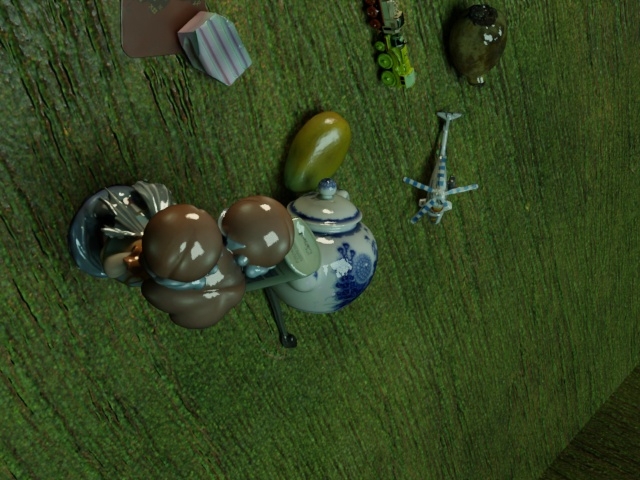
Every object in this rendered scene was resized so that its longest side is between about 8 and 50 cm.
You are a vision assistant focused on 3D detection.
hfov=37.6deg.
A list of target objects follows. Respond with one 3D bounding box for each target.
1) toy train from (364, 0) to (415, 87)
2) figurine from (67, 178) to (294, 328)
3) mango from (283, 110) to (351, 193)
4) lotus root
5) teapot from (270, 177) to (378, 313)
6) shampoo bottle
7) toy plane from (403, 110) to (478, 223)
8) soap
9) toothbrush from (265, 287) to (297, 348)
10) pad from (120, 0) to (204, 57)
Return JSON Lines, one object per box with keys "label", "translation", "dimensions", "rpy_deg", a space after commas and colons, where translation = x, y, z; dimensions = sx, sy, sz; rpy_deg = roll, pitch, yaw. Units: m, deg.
{"label": "toy train", "translation": [0.151, -0.450, 2.061], "dimensions": [0.053, 0.085, 0.250], "rpy_deg": [-54, 140, -37]}
{"label": "figurine", "translation": [-0.252, 0.009, 1.641], "dimensions": [0.276, 0.388, 0.248], "rpy_deg": [-12, 116, -40]}
{"label": "mango", "translation": [-0.009, -0.186, 2.019], "dimensions": [0.195, 0.092, 0.130], "rpy_deg": [-52, 139, -7]}
{"label": "lotus root", "translation": [0.374, -0.464, 2.253], "dimensions": [0.138, 0.138, 0.214], "rpy_deg": [-30, 141, -33]}
{"label": "teapot", "translation": [0.000, 0.000, 1.998], "dimensions": [0.424, 0.252, 0.280], "rpy_deg": [-53, 152, -65]}
{"label": "shampoo bottle", "translation": [-0.132, 0.027, 1.816], "dimensions": [0.078, 0.359, 0.134], "rpy_deg": [-32, 98, -31]}
{"label": "toy plane", "translation": [0.291, -0.180, 2.359], "dimensions": [0.182, 0.107, 0.273], "rpy_deg": [-11, 93, 2]}
{"label": "soap", "translation": [-0.199, -0.360, 1.756], "dimensions": [0.100, 0.056, 0.149], "rpy_deg": [-51, 141, -20]}
{"label": "toothbrush", "translation": [-0.103, 0.136, 2.131], "dimensions": [0.030, 0.030, 0.297], "rpy_deg": [-62, 145, -44]}
{"label": "pad", "translation": [-0.277, -0.462, 1.672], "dimensions": [0.181, 0.004, 0.267], "rpy_deg": [-16, 121, -40]}
